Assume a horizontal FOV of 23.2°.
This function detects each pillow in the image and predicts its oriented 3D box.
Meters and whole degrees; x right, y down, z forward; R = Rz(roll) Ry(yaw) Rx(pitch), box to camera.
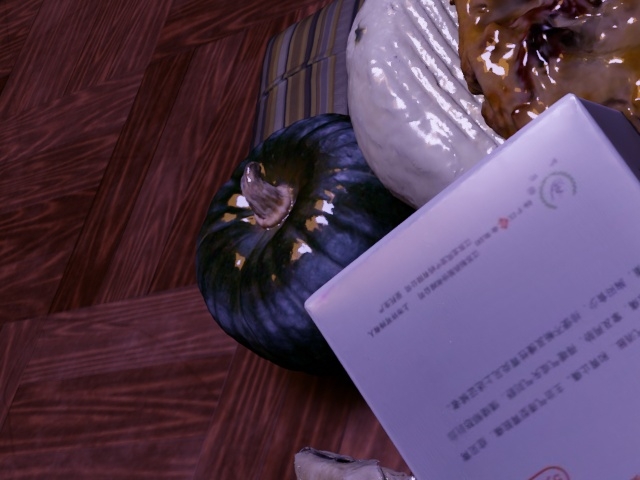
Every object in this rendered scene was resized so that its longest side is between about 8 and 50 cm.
[{"bbox_3d":[0.014,-0.152,1.451,0.212,0.052,0.208,-25,46,36],"label":"pillow"}]

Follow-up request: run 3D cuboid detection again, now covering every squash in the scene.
[{"bbox_3d":[0.004,0.003,1.213,0.218,0.172,0.218,-4,84,42],"label":"squash"}]

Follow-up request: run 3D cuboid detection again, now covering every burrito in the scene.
[{"bbox_3d":[0.022,0.184,1.142,0.149,0.041,0.055,1,47,54],"label":"burrito"}]

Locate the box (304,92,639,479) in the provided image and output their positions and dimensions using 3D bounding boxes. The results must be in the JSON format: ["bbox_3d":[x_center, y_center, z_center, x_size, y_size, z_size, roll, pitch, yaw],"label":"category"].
[{"bbox_3d":[0.159,0.096,0.867,0.200,0.106,0.299,-39,72,19],"label":"box"}]

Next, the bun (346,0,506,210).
[{"bbox_3d":[0.148,-0.088,1.100,0.259,0.160,0.259,-1,59,1],"label":"bun"}]

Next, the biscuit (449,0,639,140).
[{"bbox_3d":[0.242,-0.128,0.983,0.289,0.081,0.334,-39,66,-14],"label":"biscuit"}]
